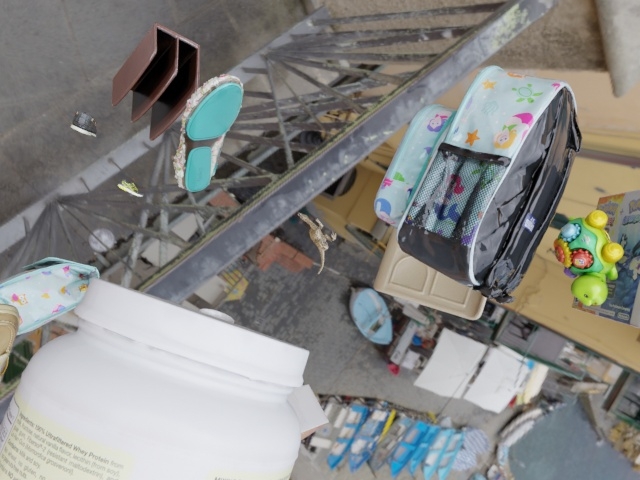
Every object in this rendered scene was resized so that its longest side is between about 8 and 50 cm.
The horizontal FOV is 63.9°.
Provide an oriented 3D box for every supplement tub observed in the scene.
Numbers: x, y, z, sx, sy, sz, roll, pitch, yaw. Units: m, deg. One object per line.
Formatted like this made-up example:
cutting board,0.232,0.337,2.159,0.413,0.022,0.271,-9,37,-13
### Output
supplement tub,-0.154,0.215,0.424,0.236,0.236,0.324,28,76,-36

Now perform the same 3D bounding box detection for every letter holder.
letter holder,-0.520,-0.477,1.603,0.152,0.302,0.214,16,58,-41

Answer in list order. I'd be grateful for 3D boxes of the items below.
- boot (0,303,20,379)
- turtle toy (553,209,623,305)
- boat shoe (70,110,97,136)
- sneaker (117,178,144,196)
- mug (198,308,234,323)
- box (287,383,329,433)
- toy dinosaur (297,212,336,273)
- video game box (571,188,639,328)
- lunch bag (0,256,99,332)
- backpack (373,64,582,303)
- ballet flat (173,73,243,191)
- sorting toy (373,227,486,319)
boot,-0.492,0.228,0.726,0.095,0.203,0.262,13,133,-44
turtle toy,0.364,0.025,0.706,0.066,0.130,0.095,-14,155,6
boat shoe,-0.488,-0.244,1.070,0.049,0.133,0.042,23,91,-20
sneaker,-0.594,-0.166,1.617,0.083,0.031,0.035,27,87,-28
mug,-0.330,0.316,1.576,0.150,0.113,0.169,22,94,6
box,-0.085,0.364,1.019,0.130,0.091,0.170,-38,157,15
toy dinosaur,0.000,0.000,1.401,0.053,0.093,0.183,-27,102,-31
video game box,0.434,0.023,0.716,0.048,0.205,0.186,16,90,4
lunch bag,-0.755,0.141,1.378,0.262,0.224,0.160,-35,105,-48
backpack,0.202,-0.076,0.629,0.225,0.191,0.253,20,100,-57
ballet flat,-0.193,-0.179,0.820,0.091,0.077,0.241,-9,147,-38
sorting toy,0.263,-0.006,1.078,0.307,0.229,0.041,-69,155,-13
